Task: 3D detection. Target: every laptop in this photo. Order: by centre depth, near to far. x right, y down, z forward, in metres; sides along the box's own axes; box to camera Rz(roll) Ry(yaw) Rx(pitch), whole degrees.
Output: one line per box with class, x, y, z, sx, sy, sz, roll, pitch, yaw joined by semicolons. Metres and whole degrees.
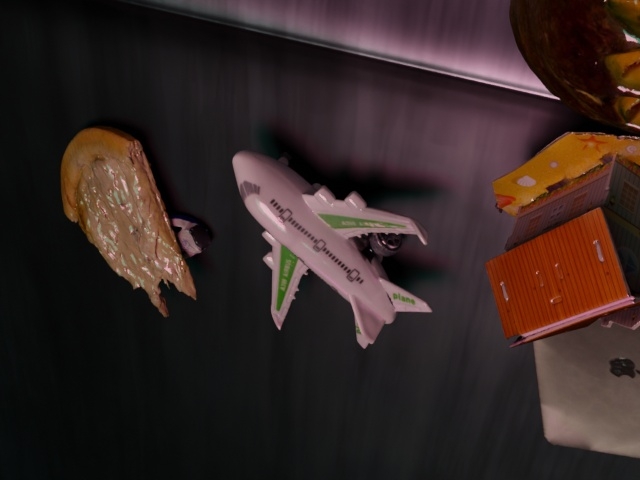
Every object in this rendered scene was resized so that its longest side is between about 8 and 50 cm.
laptop;0.313;0.127;0.994;0.187;0.015;0.269;5;126;28

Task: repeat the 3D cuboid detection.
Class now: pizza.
pizza;-0.242;-0.015;1.188;0.181;0.034;0.262;-8;113;42

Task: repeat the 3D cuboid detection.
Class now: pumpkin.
pumpkin;0.200;-0.168;0.752;0.149;0.130;0.254;3;127;29

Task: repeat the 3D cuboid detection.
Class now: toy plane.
toy plane;0.003;-0.002;1.025;0.255;0.101;0.251;49;134;-6

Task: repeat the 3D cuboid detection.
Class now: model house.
model house;0.250;0.023;0.796;0.207;0.136;0.219;32;152;-16

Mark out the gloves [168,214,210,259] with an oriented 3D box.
gloves;-0.173;-0.006;1.182;0.086;0.026;0.064;-17;113;45
